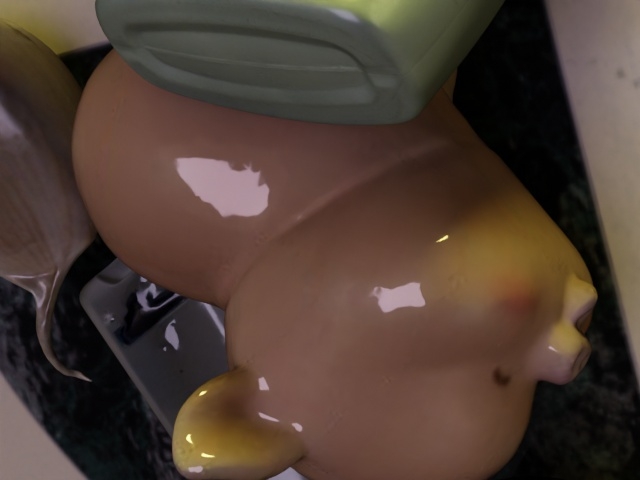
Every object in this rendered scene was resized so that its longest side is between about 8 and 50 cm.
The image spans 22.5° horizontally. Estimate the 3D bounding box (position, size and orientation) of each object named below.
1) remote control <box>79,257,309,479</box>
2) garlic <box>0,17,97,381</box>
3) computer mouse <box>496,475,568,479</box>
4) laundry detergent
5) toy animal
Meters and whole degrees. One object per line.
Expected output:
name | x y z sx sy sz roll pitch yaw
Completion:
remote control | -0.044 0.135 1.032 0.109 0.055 0.313 -39 83 28
garlic | -0.200 -0.047 1.034 0.266 0.128 0.148 47 134 7
computer mouse | 0.130 0.222 0.937 0.137 0.086 0.270 5 128 12
laundry detergent | 0.023 -0.198 0.832 0.215 0.105 0.280 9 61 35
toy animal | 0.000 0.000 0.898 0.326 0.237 0.269 19 91 24
